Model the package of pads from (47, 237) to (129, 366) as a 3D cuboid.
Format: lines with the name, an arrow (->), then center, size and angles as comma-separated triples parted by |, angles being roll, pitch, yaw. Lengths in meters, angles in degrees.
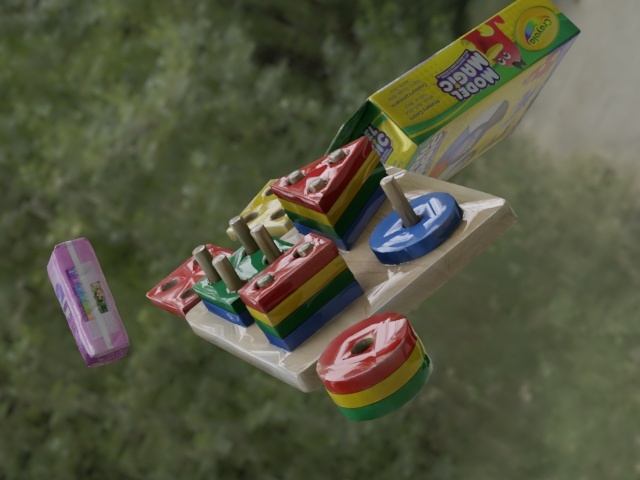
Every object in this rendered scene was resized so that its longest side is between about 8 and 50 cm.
package of pads -> -0.160, 0.043, 1.363 | 0.032, 0.083, 0.050 | -21, -10, -14

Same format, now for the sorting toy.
sorting toy -> 0.000, 0.000, 0.963 | 0.132, 0.046, 0.274 | -39, 24, -15

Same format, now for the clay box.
clay box -> 0.078, -0.079, 1.392 | 0.222, 0.053, 0.127 | -37, -14, -37
